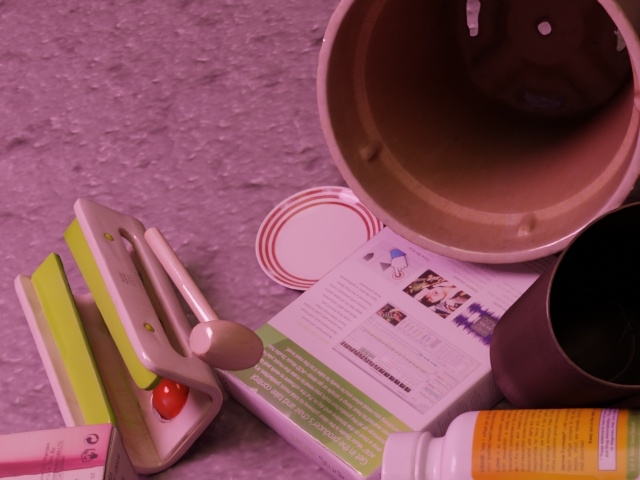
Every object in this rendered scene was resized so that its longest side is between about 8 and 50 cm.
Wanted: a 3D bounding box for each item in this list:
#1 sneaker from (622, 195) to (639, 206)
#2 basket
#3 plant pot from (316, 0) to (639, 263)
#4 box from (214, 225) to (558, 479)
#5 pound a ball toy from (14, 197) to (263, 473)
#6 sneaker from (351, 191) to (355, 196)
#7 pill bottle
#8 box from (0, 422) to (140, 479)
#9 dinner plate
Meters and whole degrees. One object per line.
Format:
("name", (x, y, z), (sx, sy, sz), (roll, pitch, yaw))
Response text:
("sneaker", (0.352, 0.009, 1.882), (0.083, 0.118, 0.222), (26, 29, 34))
("basket", (0.250, 0.080, 1.707), (0.204, 0.227, 0.154), (-31, 82, -24))
("plant pot", (0.203, -0.185, 1.932), (0.334, 0.334, 0.305), (3, 22, 20))
("box", (0.087, 0.098, 1.883), (0.322, 0.058, 0.232), (-37, 47, -21))
("pound a ball toy", (-0.166, 0.084, 1.891), (0.208, 0.136, 0.319), (-50, 42, 18))
("sneaker", (0.089, -0.081, 2.070), (0.057, 0.047, 0.119), (32, 70, 31))
("pill bottle", (0.184, 0.219, 1.675), (0.246, 0.136, 0.136), (-2, 46, 14))
("box", (-0.289, 0.271, 1.758), (0.232, 0.148, 0.127), (-6, 45, 10))
("dinner plate", (0.000, 0.000, 2.025), (0.141, 0.017, 0.141), (-9, 51, 11))
